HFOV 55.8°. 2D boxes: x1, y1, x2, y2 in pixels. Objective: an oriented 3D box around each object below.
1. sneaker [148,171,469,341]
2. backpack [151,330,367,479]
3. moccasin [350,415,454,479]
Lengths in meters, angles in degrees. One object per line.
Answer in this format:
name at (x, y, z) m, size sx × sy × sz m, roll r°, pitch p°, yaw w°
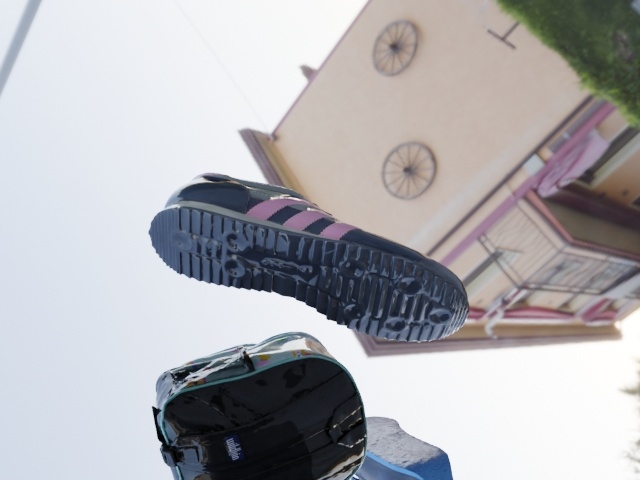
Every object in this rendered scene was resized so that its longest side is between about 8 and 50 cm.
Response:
sneaker at (0.000, 0.000, 0.618) m, size 0.319 × 0.112 × 0.131 m, roll 19°, pitch -144°, yaw -1°
backpack at (-0.055, 0.179, 0.601) m, size 0.144 × 0.188 × 0.165 m, roll -145°, pitch 40°, yaw -76°
moccasin at (0.096, 0.369, 0.963) m, size 0.138 × 0.342 × 0.116 m, roll -11°, pitch -89°, yaw -14°
